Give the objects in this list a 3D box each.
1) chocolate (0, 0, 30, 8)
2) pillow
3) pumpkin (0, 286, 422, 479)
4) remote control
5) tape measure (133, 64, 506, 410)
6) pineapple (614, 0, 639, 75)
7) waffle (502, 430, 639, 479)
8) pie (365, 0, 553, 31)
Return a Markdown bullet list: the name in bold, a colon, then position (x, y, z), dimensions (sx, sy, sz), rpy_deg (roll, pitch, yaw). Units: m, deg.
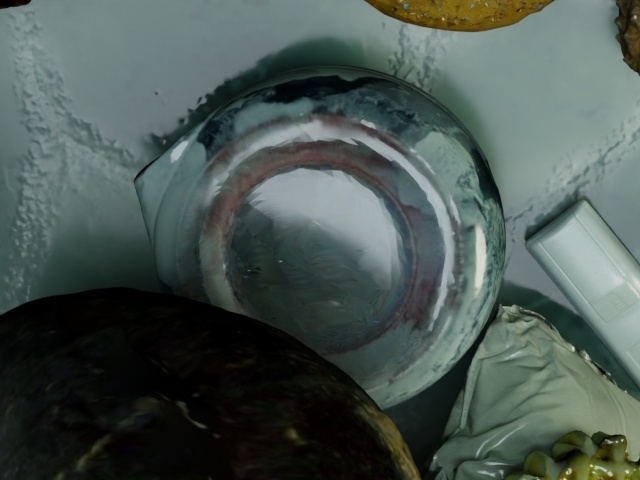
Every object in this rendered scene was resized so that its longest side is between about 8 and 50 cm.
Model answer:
- **chocolate**: position (-0.206, -0.274, 1.420), dimensions (0.177, 0.206, 0.224), rpy_deg (-10, 121, -39)
- **pillow**: position (0.187, 0.226, 1.467), dimensions (0.310, 0.138, 0.283), rpy_deg (42, 66, -9)
- **pumpkin**: position (-0.126, 0.250, 1.280), dimensions (0.344, 0.454, 0.454), rpy_deg (21, 110, -45)
- **remote control**: position (0.227, 0.047, 1.504), dimensions (0.061, 0.029, 0.162), rpy_deg (-38, 99, 14)
- **tape measure**: position (0.000, 0.000, 1.451), dimensions (0.275, 0.147, 0.256), rpy_deg (-11, 101, 11)
- **pineapple**: position (0.261, -0.232, 1.392), dimensions (0.111, 0.119, 0.237), rpy_deg (-3, 108, 7)
- **waffle**: position (0.200, 0.241, 1.361), dimensions (0.208, 0.054, 0.214), rpy_deg (-38, 94, -30)
- **pie**: position (0.088, -0.280, 1.413), dimensions (0.273, 0.069, 0.273), rpy_deg (1, 105, 2)
